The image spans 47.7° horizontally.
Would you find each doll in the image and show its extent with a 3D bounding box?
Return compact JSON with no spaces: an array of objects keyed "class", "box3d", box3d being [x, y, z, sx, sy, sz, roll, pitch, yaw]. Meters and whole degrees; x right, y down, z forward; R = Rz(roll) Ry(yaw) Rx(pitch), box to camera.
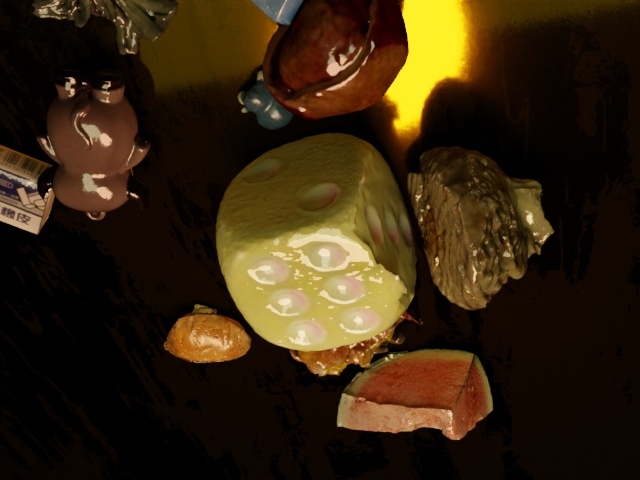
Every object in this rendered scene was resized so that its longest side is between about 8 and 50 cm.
[{"class":"doll","box3d":[-0.354,-0.143,1.120,0.181,0.117,0.257,7,131,-1]},{"class":"doll","box3d":[-0.083,-0.202,1.092,0.083,0.051,0.076,36,129,-27]}]

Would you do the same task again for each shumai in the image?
[{"class":"shumai","box3d":[0.263,-0.031,1.109,0.218,0.256,0.189,-9,171,-22]}]

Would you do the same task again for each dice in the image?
[{"class":"dice","box3d":[0.000,0.000,1.128,0.254,0.250,0.252,-16,129,18]}]

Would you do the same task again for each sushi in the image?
[{"class":"sushi","box3d":[0.063,0.170,1.347,0.296,0.167,0.179,-40,96,25]}]

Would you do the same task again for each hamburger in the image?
[{"class":"hamburger","box3d":[-0.229,0.183,1.421,0.175,0.087,0.102,3,133,6]}]

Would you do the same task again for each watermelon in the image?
[{"class":"watermelon","box3d":[0.188,0.302,1.417,0.318,0.226,0.148,-6,105,-5]}]

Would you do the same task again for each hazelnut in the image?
[{"class":"hazelnut","box3d":[0.017,-0.248,0.956,0.201,0.170,0.161,-21,126,9]}]

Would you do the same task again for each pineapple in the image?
[{"class":"pineapple","box3d":[-0.330,-0.363,0.921,0.310,0.141,0.170,30,103,-30]}]

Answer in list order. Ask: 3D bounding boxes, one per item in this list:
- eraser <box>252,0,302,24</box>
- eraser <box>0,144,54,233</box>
[{"class":"eraser","box3d":[-0.019,-0.421,0.843,0.144,0.042,0.312,48,129,13]},{"class":"eraser","box3d":[-0.553,-0.103,1.208,0.210,0.068,0.124,22,132,-14]}]
